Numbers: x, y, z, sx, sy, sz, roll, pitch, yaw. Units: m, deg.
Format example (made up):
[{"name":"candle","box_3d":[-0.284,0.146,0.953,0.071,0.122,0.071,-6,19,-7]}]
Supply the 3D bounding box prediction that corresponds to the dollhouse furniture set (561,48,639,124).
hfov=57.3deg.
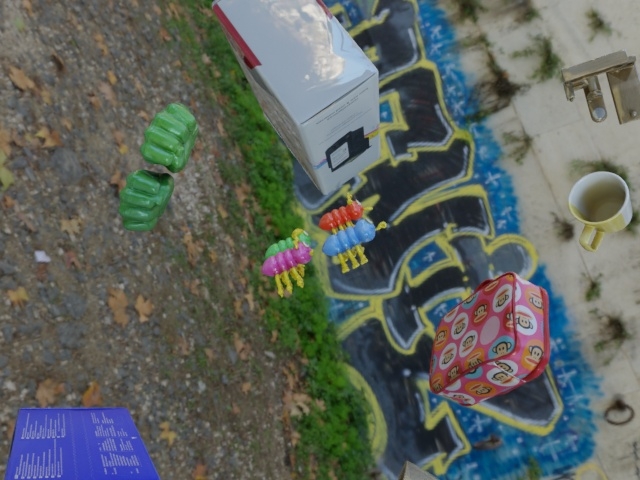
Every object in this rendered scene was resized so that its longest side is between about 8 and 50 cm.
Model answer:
[{"name":"dollhouse furniture set","box_3d":[0.572,-0.293,1.170,0.151,0.144,0.123,-11,86,-66]}]

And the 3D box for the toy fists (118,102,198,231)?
[{"name":"toy fists","box_3d":[-0.330,-0.146,1.196,0.096,0.279,0.142,27,9,-1]}]

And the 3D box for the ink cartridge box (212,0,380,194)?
[{"name":"ink cartridge box","box_3d":[-0.012,-0.131,0.512,0.127,0.072,0.175,55,-2,13]}]

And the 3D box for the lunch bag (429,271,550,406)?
[{"name":"lunch bag","box_3d":[0.361,0.203,1.278,0.120,0.293,0.258,26,51,-14]}]

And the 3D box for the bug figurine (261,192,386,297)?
[{"name":"bug figurine","box_3d":[0.000,0.000,1.001,0.072,0.216,0.279,62,4,-12]}]

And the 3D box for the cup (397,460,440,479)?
[{"name":"cup","box_3d":[0.192,0.554,0.917,0.331,0.237,0.330,20,90,-79]}]

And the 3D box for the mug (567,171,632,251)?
[{"name":"mug","box_3d":[0.317,-0.033,0.667,0.064,0.078,0.062,26,27,-47]}]

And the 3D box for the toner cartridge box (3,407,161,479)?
[{"name":"toner cartridge box","box_3d":[-0.326,0.300,0.780,0.348,0.165,0.075,178,-83,-66]}]
